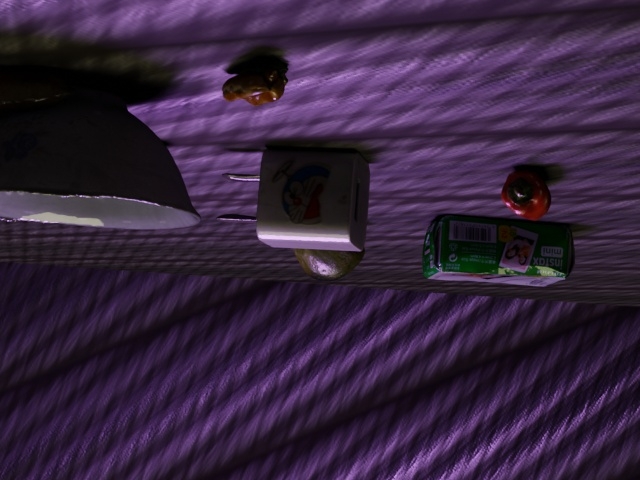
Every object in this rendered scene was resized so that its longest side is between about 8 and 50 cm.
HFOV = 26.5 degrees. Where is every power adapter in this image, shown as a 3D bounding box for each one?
[{"bbox_3d":[-0.043,-0.056,1.886,0.205,0.130,0.125,2,173,12],"label":"power adapter"}]

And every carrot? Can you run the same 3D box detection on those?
[{"bbox_3d":[-0.431,-0.164,1.536,0.342,0.070,0.070,0,172,14],"label":"carrot"}]

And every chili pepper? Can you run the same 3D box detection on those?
[{"bbox_3d":[0.291,-0.062,1.918,0.063,0.071,0.272,-36,172,7],"label":"chili pepper"}]

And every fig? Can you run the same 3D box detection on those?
[{"bbox_3d":[0.000,0.000,2.515,0.156,0.123,0.123,49,155,-19],"label":"fig"}]

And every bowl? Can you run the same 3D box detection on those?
[{"bbox_3d":[-0.292,-0.101,1.604,0.313,0.146,0.313,3,175,0],"label":"bowl"}]

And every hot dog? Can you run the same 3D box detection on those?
[{"bbox_3d":[-0.065,-0.164,1.417,0.056,0.041,0.133,7,180,-19],"label":"hot dog"}]

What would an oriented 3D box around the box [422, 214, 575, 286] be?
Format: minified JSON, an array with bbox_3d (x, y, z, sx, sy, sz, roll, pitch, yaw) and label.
[{"bbox_3d":[0.312,0.021,2.412,0.250,0.103,0.180,5,174,-3],"label":"box"}]
